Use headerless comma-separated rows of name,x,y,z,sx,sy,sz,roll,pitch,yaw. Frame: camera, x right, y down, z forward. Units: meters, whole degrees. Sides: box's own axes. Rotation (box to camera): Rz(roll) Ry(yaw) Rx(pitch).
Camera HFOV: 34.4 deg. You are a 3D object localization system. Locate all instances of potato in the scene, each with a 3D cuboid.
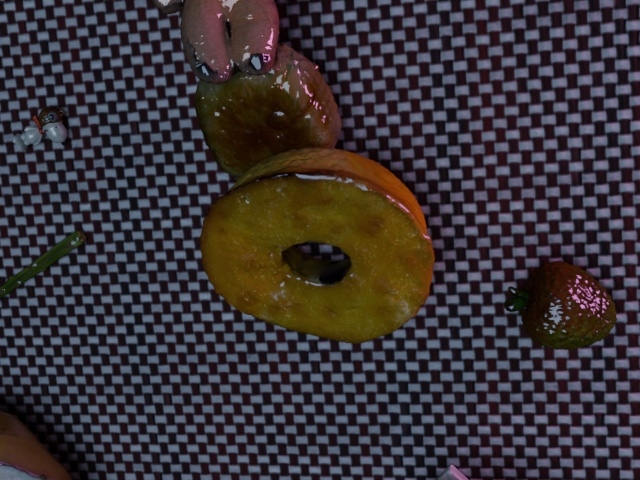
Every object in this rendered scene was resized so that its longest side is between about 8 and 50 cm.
potato,-0.497,0.377,1.559,0.246,0.196,0.300,-33,120,5

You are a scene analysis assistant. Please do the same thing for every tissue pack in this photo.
tissue pack,0.168,0.371,1.459,0.056,0.023,0.108,41,108,2

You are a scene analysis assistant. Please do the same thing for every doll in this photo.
doll,-0.404,-0.162,1.495,0.085,0.040,0.058,-5,110,15
doll,-0.121,-0.326,1.313,0.201,0.156,0.303,-4,74,-4

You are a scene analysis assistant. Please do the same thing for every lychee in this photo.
lychee,0.306,0.085,1.319,0.146,0.114,0.114,12,104,-3

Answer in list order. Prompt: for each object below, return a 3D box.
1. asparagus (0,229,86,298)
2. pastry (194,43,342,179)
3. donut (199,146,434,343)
asparagus,-0.447,0.057,1.556,0.248,0.025,0.024,-34,134,18
pastry,-0.072,-0.163,1.355,0.182,0.093,0.192,-16,127,20
donut,0.000,0.000,1.343,0.302,0.110,0.303,5,129,7
